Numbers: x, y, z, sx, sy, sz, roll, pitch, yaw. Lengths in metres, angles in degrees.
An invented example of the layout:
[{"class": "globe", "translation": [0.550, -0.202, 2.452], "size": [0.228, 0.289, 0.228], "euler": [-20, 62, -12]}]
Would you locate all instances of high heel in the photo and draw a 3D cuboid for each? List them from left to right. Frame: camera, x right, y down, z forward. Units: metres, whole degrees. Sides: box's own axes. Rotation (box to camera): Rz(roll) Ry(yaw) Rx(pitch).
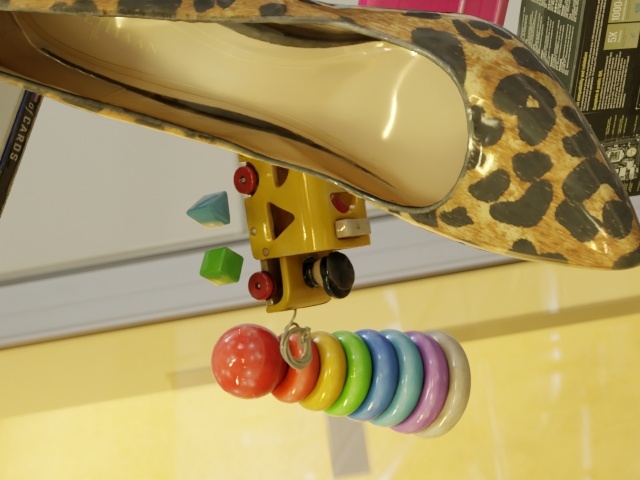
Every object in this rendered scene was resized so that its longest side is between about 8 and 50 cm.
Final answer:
[{"class": "high heel", "translation": [-0.017, -0.044, 0.467], "size": [0.186, 0.261, 0.093], "euler": [-24, -37, -45]}]

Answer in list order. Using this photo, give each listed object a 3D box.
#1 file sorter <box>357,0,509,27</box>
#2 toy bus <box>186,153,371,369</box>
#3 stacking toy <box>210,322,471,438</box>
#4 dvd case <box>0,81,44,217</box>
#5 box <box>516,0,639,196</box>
[{"class": "file sorter", "translation": [0.217, -0.316, 1.673], "size": [0.182, 0.291, 0.202], "euler": [26, 111, 43]}, {"class": "toy bus", "translation": [-0.005, -0.011, 1.140], "size": [0.202, 0.104, 0.191], "euler": [49, -131, -32]}, {"class": "stacking toy", "translation": [0.020, 0.158, 1.498], "size": [0.141, 0.330, 0.141], "euler": [-23, 61, 51]}, {"class": "dvd case", "translation": [-0.291, -0.119, 0.935], "size": [0.029, 0.179, 0.238], "euler": [35, -108, -66]}, {"class": "box", "translation": [0.221, -0.126, 0.893], "size": [0.077, 0.147, 0.180], "euler": [-133, 41, -54]}]
